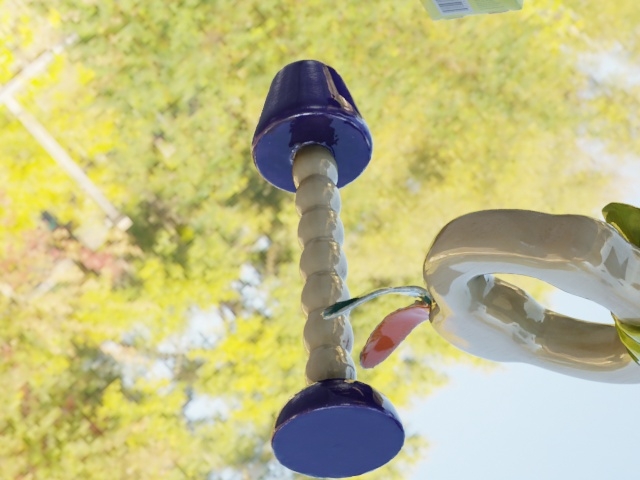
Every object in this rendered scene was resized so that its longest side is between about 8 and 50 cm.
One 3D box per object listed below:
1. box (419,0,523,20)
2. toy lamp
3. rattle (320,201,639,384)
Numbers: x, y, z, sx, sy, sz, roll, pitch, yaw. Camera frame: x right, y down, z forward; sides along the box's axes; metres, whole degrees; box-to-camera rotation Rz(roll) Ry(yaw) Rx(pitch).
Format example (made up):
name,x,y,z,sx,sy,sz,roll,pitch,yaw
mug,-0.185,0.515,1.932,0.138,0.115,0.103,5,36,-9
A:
name,x,y,z,sx,sy,sz,roll,pitch,yaw
box,0.142,-0.303,1.075,0.087,0.058,0.232,-1,-116,30
toy lamp,0.000,0.000,0.725,0.080,0.080,0.274,-37,-140,29
rattle,0.100,-0.005,0.610,0.200,0.130,0.142,-13,-117,60
